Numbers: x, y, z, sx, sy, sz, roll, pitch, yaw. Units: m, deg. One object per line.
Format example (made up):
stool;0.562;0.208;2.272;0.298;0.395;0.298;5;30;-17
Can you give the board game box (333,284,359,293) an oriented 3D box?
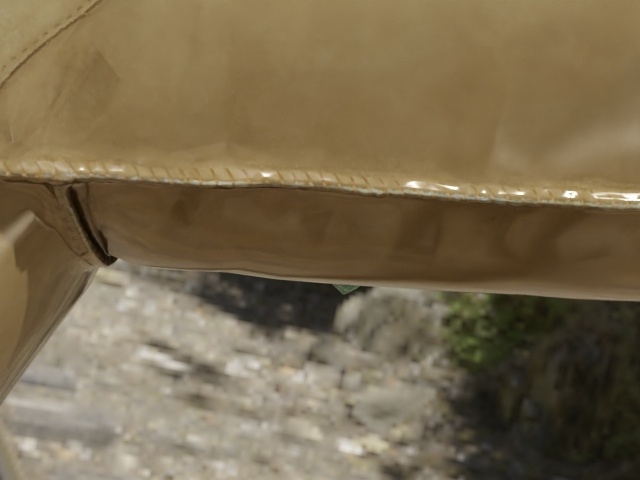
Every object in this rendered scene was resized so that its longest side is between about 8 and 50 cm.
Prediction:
board game box;-0.049;-0.110;0.714;0.260;0.136;0.030;43;-42;-19

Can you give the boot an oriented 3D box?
boot;0.000;0.000;0.428;0.269;0.236;0.089;1;44;-14
